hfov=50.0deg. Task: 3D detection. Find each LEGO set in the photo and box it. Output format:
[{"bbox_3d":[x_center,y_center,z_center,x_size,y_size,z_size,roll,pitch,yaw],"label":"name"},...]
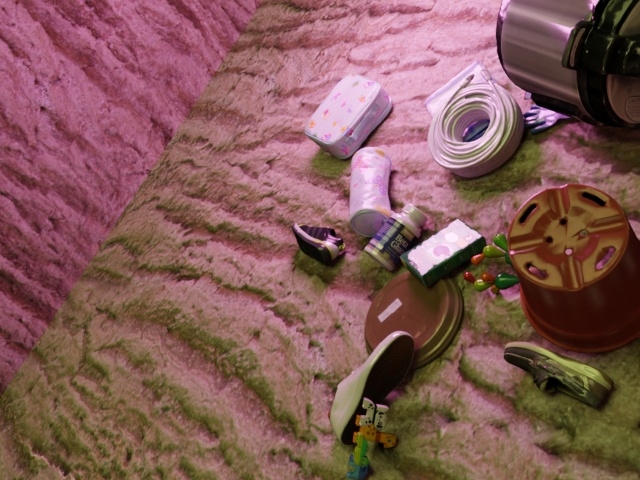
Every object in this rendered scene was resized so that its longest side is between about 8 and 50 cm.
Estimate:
[{"bbox_3d":[0.117,0.450,1.470,0.087,0.093,0.227,-162,82,-87],"label":"LEGO set"}]

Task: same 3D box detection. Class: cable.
[{"bbox_3d":[0.406,-0.293,1.811,0.257,0.089,0.257,-42,49,17],"label":"cable"}]

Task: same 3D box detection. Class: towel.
[{"bbox_3d":[0.419,-0.387,1.960,0.209,0.034,0.285,-36,38,17],"label":"towel"}]

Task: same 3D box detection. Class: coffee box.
[{"bbox_3d":[0.297,0.028,1.665,0.184,0.040,0.113,-33,35,-8],"label":"coffee box"}]

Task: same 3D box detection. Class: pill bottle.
[{"bbox_3d":[0.201,-0.011,1.792,0.169,0.094,0.094,-51,36,-3],"label":"pill bottle"}]

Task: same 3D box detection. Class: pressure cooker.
[{"bbox_3d":[0.639,-0.446,1.497,0.370,0.375,0.420,-46,41,-1],"label":"pressure cooker"}]

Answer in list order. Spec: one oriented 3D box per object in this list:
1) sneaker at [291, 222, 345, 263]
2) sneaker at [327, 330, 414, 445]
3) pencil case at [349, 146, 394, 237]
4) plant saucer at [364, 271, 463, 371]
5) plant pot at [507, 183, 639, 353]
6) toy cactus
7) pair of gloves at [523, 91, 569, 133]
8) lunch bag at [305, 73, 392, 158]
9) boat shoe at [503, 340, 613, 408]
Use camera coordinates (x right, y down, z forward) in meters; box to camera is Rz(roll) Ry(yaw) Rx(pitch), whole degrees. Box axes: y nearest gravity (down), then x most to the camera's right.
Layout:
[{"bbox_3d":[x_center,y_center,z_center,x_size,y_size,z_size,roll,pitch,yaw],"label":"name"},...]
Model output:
[{"bbox_3d":[0.000,0.000,2.024,0.097,0.084,0.234,-31,34,-17],"label":"sneaker"},{"bbox_3d":[0.101,0.315,1.571,0.290,0.105,0.123,-57,31,5],"label":"sneaker"},{"bbox_3d":[0.144,-0.142,1.954,0.124,0.113,0.273,-17,46,21],"label":"pencil case"},{"bbox_3d":[0.213,0.183,1.653,0.277,0.041,0.278,-27,42,27],"label":"plant saucer"},{"bbox_3d":[0.477,0.042,1.267,0.272,0.265,0.273,-13,61,24],"label":"plant pot"},{"bbox_3d":[0.438,0.060,1.505,0.219,0.112,0.180,-40,56,8],"label":"toy cactus"},{"bbox_3d":[0.594,-0.360,1.767,0.159,0.023,0.198,-7,54,40],"label":"pair of gloves"},{"bbox_3d":[0.092,-0.400,2.243,0.279,0.108,0.224,-52,41,-2],"label":"lunch bag"},{"bbox_3d":[0.442,0.258,1.317,0.223,0.080,0.073,15,64,46],"label":"boat shoe"}]
